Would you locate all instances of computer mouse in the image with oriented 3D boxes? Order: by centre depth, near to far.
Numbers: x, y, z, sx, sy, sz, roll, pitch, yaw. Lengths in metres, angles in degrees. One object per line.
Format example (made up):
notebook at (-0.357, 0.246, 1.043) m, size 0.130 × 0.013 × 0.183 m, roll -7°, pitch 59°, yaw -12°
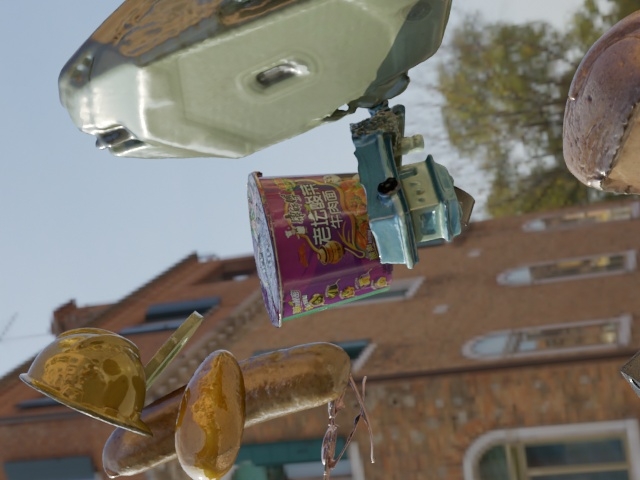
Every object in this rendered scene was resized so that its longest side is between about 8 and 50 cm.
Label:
computer mouse at (-0.066, -0.215, 1.177) m, size 0.228 × 0.429 × 0.145 m, roll 42°, pitch -148°, yaw -57°

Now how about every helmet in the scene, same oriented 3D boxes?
helmet at (-0.375, 0.226, 1.956) m, size 0.257 × 0.205 × 0.140 m, roll 29°, pitch -97°, yaw -40°

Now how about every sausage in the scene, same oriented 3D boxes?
sausage at (-0.177, 0.307, 2.121) m, size 0.123 × 0.501 × 0.136 m, roll 62°, pitch -172°, yaw -46°

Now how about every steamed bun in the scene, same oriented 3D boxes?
steamed bun at (0.490, -0.224, 1.703) m, size 0.199 × 0.252 × 0.301 m, roll 59°, pitch 137°, yaw 44°

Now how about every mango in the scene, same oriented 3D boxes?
mango at (-0.172, 0.276, 1.840) m, size 0.147 × 0.109 × 0.227 m, roll 82°, pitch -167°, yaw -56°

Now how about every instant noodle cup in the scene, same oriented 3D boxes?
instant noodle cup at (0.000, 0.000, 1.800) m, size 0.251 × 0.190 × 0.251 m, roll 170°, pitch 90°, yaw -80°

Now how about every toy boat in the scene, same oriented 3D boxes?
toy boat at (0.089, -0.076, 1.224) m, size 0.237 × 0.098 × 0.109 m, roll -100°, pitch -3°, yaw -50°

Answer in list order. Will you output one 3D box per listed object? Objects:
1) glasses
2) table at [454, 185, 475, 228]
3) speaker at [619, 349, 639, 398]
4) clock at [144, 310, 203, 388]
glasses at (0.051, 0.366, 2.201) m, size 0.162 × 0.095 × 0.255 m, roll -18°, pitch -65°, yaw -72°
table at (0.180, -0.062, 1.844) m, size 0.133 × 0.134 × 0.043 m, roll 43°, pitch -117°, yaw -63°
speaker at (0.406, 0.192, 1.209) m, size 0.218 × 0.082 × 0.044 m, roll 50°, pitch 175°, yaw -22°
clock at (-0.314, 0.232, 2.246) m, size 0.029 × 0.235 × 0.235 m, roll 39°, pitch -157°, yaw 1°
